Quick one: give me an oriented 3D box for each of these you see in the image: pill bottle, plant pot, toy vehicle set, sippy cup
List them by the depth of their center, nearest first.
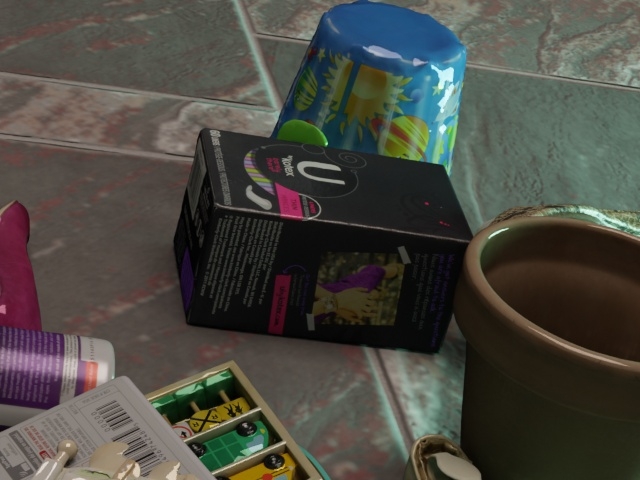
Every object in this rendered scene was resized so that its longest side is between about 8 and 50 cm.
[{"bbox_3d":[-0.150,0.201,1.474,0.266,0.035,0.166,-22,41,-20],"label":"toy vehicle set"},{"bbox_3d":[-0.276,0.124,1.570,0.193,0.108,0.108,9,28,-13],"label":"pill bottle"},{"bbox_3d":[0.226,0.137,1.670,0.263,0.229,0.263,11,29,-6],"label":"plant pot"},{"bbox_3d":[0.058,-0.140,2.097,0.240,0.224,0.305,9,29,-10],"label":"sippy cup"}]

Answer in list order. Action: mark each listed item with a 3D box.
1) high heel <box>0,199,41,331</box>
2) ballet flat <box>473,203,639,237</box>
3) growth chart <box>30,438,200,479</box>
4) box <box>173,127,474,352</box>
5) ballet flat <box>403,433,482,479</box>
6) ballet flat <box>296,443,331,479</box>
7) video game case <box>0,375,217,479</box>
[{"bbox_3d":[-0.292,0.040,1.781,0.117,0.082,0.244,45,10,-11],"label":"high heel"},{"bbox_3d":[0.268,0.031,1.972,0.182,0.164,0.482,20,15,40],"label":"ballet flat"},{"bbox_3d":[-0.128,0.225,1.337,0.237,0.021,0.172,18,44,24],"label":"growth chart"},{"bbox_3d":[0.000,0.000,1.897,0.270,0.143,0.165,8,30,-15],"label":"box"},{"bbox_3d":[0.131,0.252,1.570,0.086,0.086,0.248,2,31,-24],"label":"ballet flat"},{"bbox_3d":[-0.002,0.258,1.485,0.096,0.095,0.280,-14,38,-29],"label":"ballet flat"},{"bbox_3d":[-0.191,0.258,1.349,0.300,0.036,0.329,-25,44,-24],"label":"video game case"}]
